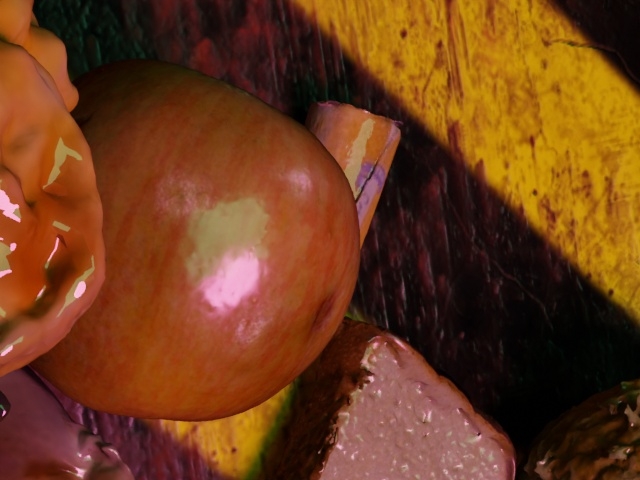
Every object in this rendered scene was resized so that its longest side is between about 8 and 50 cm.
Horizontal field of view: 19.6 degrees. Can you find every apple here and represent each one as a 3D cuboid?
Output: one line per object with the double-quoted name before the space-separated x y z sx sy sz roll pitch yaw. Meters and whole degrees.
"apple" -0.104 0.011 1.306 0.264 0.264 0.264 0 90 -36

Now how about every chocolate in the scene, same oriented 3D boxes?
"chocolate" 0.000 0.000 1.490 0.085 0.085 0.219 21 81 -34

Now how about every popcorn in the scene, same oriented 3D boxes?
"popcorn" -0.297 -0.025 1.089 0.349 0.382 0.349 -24 146 -17

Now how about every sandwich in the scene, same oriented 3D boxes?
"sandwich" 0.042 0.221 1.507 0.226 0.087 0.251 38 71 -31

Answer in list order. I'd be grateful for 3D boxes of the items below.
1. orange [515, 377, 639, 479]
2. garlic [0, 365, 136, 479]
"orange" 0.270 0.262 1.552 0.223 0.300 0.301 13 69 -26
"garlic" -0.267 0.193 1.250 0.325 0.132 0.279 -13 87 -34
